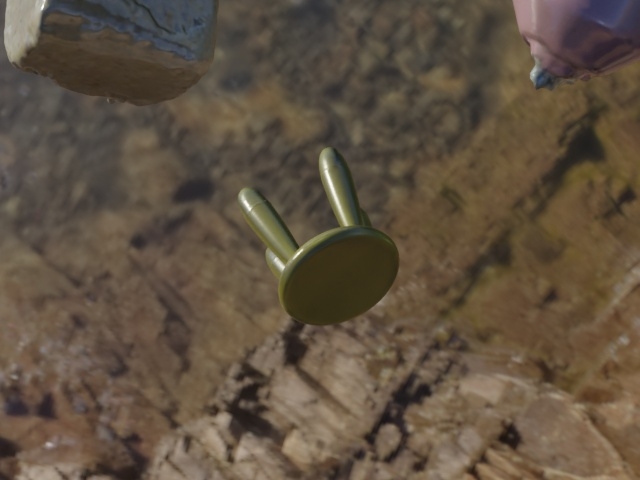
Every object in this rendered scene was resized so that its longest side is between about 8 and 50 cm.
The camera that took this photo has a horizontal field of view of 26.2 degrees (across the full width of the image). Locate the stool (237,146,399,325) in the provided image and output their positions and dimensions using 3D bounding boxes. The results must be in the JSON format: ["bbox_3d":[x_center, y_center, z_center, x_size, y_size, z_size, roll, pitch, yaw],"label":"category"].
[{"bbox_3d":[0.000,0.000,1.208,0.134,0.135,0.110,-61,37,29],"label":"stool"}]

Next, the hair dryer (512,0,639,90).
[{"bbox_3d":[0.143,-0.211,0.435,0.125,0.210,0.353,28,91,45],"label":"hair dryer"}]

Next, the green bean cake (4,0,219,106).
[{"bbox_3d":[-0.122,-0.178,0.817,0.085,0.109,0.179,-28,57,55],"label":"green bean cake"}]
